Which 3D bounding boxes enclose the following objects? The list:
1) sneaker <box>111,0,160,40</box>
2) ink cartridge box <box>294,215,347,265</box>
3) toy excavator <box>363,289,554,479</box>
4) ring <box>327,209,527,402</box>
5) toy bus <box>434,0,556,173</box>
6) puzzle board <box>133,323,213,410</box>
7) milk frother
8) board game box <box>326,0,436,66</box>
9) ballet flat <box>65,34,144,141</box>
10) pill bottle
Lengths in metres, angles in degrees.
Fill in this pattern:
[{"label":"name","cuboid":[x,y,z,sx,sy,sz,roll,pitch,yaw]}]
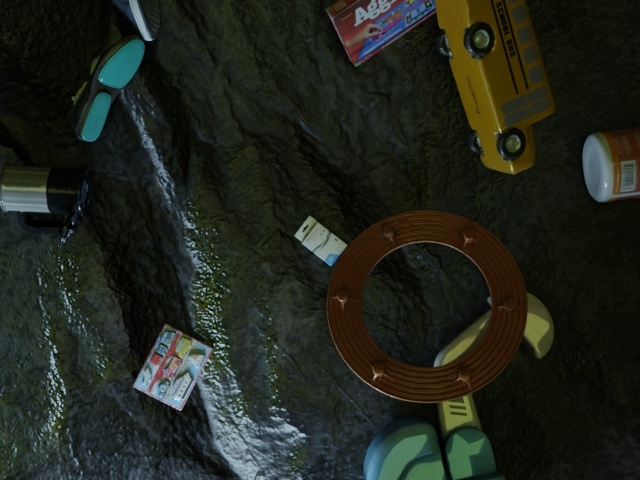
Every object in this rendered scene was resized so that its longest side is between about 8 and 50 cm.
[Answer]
[{"label":"sneaker","cuboid":[-0.371,-0.429,1.443,0.163,0.086,0.226,-12,113,17]},{"label":"ink cartridge box","cuboid":[0.000,0.000,1.505,0.083,0.028,0.048,37,93,-3]},{"label":"toy excavator","cuboid":[0.214,0.336,1.460,0.432,0.222,0.445,-13,86,-1]},{"label":"ring","cuboid":[0.176,0.102,1.444,0.336,0.032,0.337,-2,71,6]},{"label":"toy bus","cuboid":[0.288,-0.283,1.417,0.130,0.108,0.333,-27,109,-14]},{"label":"puzzle board","cuboid":[-0.261,0.225,1.530,0.096,0.011,0.128,28,94,-2]},{"label":"milk frother","cuboid":[-0.464,-0.058,1.438,0.134,0.143,0.129,2,102,-3]},{"label":"board game box","cuboid":[0.150,-0.410,1.419,0.281,0.145,0.027,-34,60,2]},{"label":"ballet flat","cuboid":[-0.372,-0.266,1.462,0.074,0.074,0.203,30,99,-3]},{"label":"pill bottle","cuboid":[0.564,-0.135,1.453,0.216,0.121,0.121,-7,95,-1]}]
